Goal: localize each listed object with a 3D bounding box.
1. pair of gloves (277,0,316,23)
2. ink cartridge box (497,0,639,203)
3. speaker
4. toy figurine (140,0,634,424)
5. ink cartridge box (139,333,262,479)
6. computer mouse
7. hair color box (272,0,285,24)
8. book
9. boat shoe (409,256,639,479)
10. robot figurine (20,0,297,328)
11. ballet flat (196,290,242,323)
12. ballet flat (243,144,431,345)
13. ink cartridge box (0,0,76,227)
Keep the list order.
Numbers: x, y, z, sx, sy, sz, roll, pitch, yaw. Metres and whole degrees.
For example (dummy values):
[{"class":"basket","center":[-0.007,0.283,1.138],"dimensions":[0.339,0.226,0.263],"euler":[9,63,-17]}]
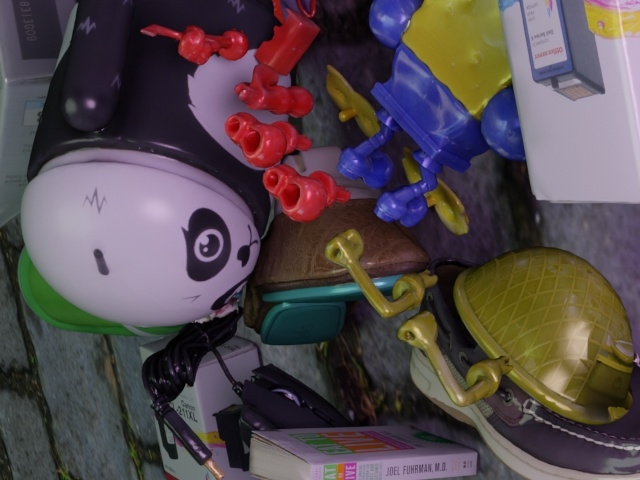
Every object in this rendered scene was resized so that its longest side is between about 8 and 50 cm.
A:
[{"class":"pair of gloves","center":[-0.063,-0.235,1.319],"dimensions":[0.159,0.023,0.198],"euler":[-23,86,61]},{"class":"ink cartridge box","center":[0.169,-0.135,0.799],"dimensions":[0.093,0.154,0.212],"euler":[7,111,59]},{"class":"speaker","center":[-0.205,0.030,1.619],"dimensions":[0.296,0.131,0.131],"euler":[-2,103,62]},{"class":"toy figurine","center":[0.090,-0.093,0.945],"dimensions":[0.217,0.191,0.362],"euler":[-53,53,20]},{"class":"ink cartridge box","center":[-0.104,0.181,1.575],"dimensions":[0.127,0.072,0.175],"euler":[13,117,60]},{"class":"computer mouse","center":[-0.030,0.160,1.303],"dimensions":[0.060,0.184,0.262],"euler":[-36,92,25]},{"class":"hair color box","center":[-0.080,-0.203,1.288],"dimensions":[0.093,0.053,0.167],"euler":[1,109,59]},{"class":"book","center":[0.032,0.165,1.234],"dimensions":[0.096,0.144,0.035],"euler":[10,98,59]},{"class":"boat shoe","center":[0.140,0.080,1.037],"dimensions":[0.285,0.103,0.092],"euler":[30,134,62]},{"class":"robot figurine","center":[-0.107,-0.076,1.147],"dimensions":[0.173,0.209,0.278],"euler":[-31,42,53]},{"class":"ballet flat","center":[-0.103,-0.021,1.331],"dimensions":[0.091,0.077,0.241],"euler":[55,-159,-30]},{"class":"ballet flat","center":[0.000,0.000,1.213],"dimensions":[0.342,0.116,0.124],"euler":[128,138,-78]},{"class":"ink cartridge box","center":[-0.322,-0.164,1.702],"dimensions":[0.385,0.091,0.308],"euler":[111,149,-53]}]
